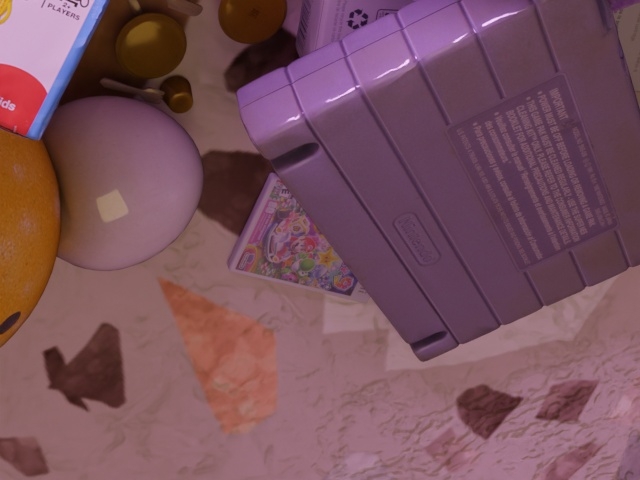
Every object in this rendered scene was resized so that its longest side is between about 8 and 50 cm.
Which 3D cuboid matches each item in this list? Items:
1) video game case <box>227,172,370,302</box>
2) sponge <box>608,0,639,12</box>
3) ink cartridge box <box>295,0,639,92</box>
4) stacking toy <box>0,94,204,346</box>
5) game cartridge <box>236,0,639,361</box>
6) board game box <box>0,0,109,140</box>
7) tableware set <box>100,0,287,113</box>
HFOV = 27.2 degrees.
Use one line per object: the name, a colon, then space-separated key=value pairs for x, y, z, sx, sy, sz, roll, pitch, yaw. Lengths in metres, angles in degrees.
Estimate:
video game case: x=0.000 y=0.000 z=1.014 sx=0.122 sy=0.011 sz=0.087 roll=14 pitch=118 yaw=-25
sponge: x=0.180 y=-0.202 z=0.840 sx=0.210 sy=0.031 sz=0.117 roll=-20 pitch=127 yaw=-2
ink cartridge box: x=0.157 y=-0.187 z=0.902 sx=0.332 sy=0.065 sz=0.165 roll=1 pitch=122 yaw=-16
stacking toy: x=-0.273 y=-0.013 z=0.769 sx=0.480 sy=0.350 sz=0.350 roll=-13 pitch=129 yaw=-34
game cartridge: x=0.113 y=-0.046 z=0.917 sx=0.230 sy=0.068 sz=0.355 roll=-29 pitch=146 yaw=6
board game box: x=-0.264 y=-0.200 z=0.617 sx=0.302 sy=0.308 sz=0.086 roll=20 pitch=114 yaw=-28
tableware set: x=-0.076 y=-0.155 z=0.882 sx=0.104 sy=0.024 sz=0.154 roll=16 pitch=116 yaw=-29
